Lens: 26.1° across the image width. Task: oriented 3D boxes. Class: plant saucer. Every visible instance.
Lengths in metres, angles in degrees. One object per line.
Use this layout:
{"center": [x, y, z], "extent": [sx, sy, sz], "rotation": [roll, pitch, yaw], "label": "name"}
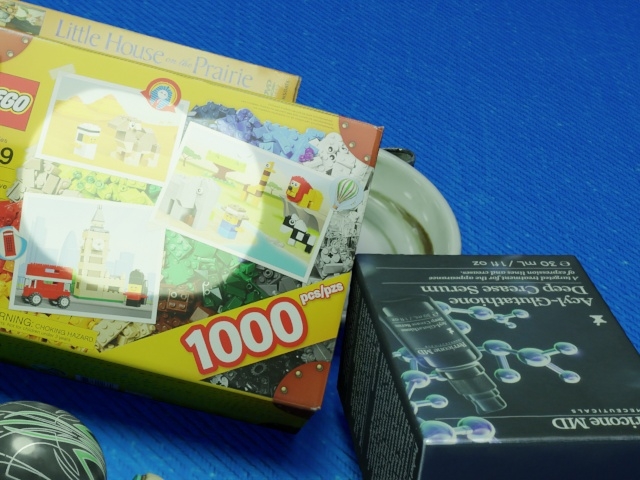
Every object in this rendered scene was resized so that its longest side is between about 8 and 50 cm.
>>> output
{"center": [0.000, 0.000, 2.001], "extent": [0.400, 0.100, 0.400], "rotation": [9, 42, -8], "label": "plant saucer"}

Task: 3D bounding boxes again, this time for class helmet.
{"center": [-0.313, 0.252, 1.473], "extent": [0.169, 0.161, 0.169], "rotation": [12, 34, -8], "label": "helmet"}

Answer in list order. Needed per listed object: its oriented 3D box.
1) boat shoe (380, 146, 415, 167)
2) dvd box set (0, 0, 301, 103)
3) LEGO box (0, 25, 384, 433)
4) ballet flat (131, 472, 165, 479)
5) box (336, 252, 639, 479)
{"center": [0.009, -0.112, 2.181], "extent": [0.306, 0.105, 0.113], "rotation": [3, 36, -20], "label": "boat shoe"}
{"center": [-0.247, -0.215, 1.875], "extent": [0.420, 0.062, 0.307], "rotation": [15, -9, -4], "label": "dvd box set"}
{"center": [-0.212, -0.008, 1.701], "extent": [0.500, 0.193, 0.372], "rotation": [14, 73, -5], "label": "LEGO box"}
{"center": [-0.211, 0.342, 1.474], "extent": [0.086, 0.086, 0.248], "rotation": [22, 33, 7], "label": "ballet flat"}
{"center": [0.201, 0.197, 1.597], "extent": [0.293, 0.212, 0.395], "rotation": [0, 29, -11], "label": "box"}
